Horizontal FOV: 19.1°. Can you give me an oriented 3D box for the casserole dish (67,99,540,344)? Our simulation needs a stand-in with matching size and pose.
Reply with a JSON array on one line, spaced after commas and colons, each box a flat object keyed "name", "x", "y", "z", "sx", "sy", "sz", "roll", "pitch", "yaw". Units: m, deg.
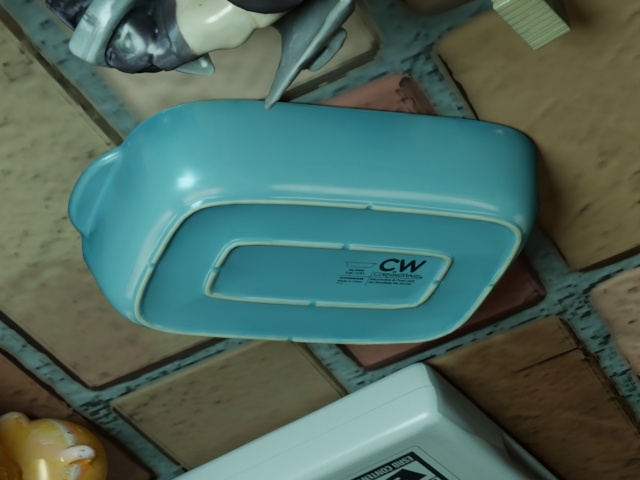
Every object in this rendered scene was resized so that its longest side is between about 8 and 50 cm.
[{"name": "casserole dish", "x": 0.000, "y": 0.000, "z": 0.712, "sx": 0.188, "sy": 0.037, "sz": 0.114, "roll": 3, "pitch": 142, "yaw": -24}]

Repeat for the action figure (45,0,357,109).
[{"name": "action figure", "x": -0.075, "y": -0.108, "z": 0.493, "sx": 0.285, "sy": 0.099, "sz": 0.185, "roll": -2, "pitch": 136, "yaw": -22}]

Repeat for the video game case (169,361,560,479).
[{"name": "video game case", "x": -0.020, "y": 0.196, "z": 0.974, "sx": 0.329, "sy": 0.036, "sz": 0.300, "roll": -27, "pitch": 143, "yaw": 17}]

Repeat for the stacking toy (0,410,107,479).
[{"name": "stacking toy", "x": -0.199, "y": 0.096, "z": 0.707, "sx": 0.175, "sy": 0.166, "sz": 0.302, "roll": -30, "pitch": 157, "yaw": 37}]

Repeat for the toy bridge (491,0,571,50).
[{"name": "toy bridge", "x": 0.123, "y": -0.125, "z": 0.590, "sx": 0.188, "sy": 0.026, "sz": 0.063, "roll": -30, "pitch": 139, "yaw": 21}]
